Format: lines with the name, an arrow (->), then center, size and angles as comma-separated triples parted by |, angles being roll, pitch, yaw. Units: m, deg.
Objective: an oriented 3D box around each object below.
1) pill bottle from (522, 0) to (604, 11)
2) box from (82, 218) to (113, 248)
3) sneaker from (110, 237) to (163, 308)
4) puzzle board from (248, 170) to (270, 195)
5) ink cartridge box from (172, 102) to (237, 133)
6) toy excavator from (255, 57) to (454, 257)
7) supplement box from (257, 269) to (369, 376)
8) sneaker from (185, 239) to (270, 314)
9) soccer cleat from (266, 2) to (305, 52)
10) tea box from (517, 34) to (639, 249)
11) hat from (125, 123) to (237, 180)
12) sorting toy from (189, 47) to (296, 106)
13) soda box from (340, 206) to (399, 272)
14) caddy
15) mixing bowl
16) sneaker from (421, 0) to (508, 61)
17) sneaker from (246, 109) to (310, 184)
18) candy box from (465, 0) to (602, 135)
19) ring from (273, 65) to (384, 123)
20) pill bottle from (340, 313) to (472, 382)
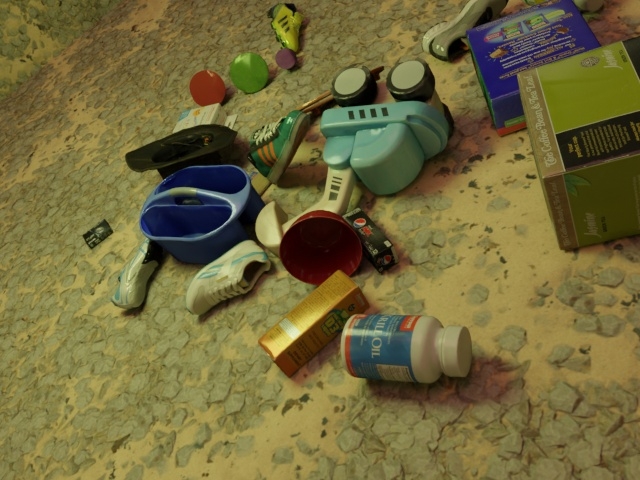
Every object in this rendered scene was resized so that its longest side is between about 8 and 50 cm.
pill bottle -> 0.641, -0.664, 1.789 | 0.118, 0.117, 0.208 | -42, 43, -11
box -> -0.664, -0.020, 2.024 | 0.083, 0.018, 0.067 | -38, 42, -7
sneaker -> -0.479, 0.073, 1.778 | 0.086, 0.085, 0.237 | 1, 50, 18
puzzle board -> -0.194, -0.137, 1.865 | 0.096, 0.011, 0.128 | 18, 61, 42
ink cartridge box -> -0.363, -0.371, 2.144 | 0.182, 0.061, 0.104 | -7, 48, 24
toy excavator -> 0.078, -0.175, 1.614 | 0.433, 0.222, 0.444 | -1, 63, 26
supplement box -> -0.012, 0.172, 1.419 | 0.233, 0.078, 0.080 | -42, 43, -10
sneaker -> -0.222, 0.096, 1.607 | 0.229, 0.087, 0.092 | -42, 45, -8
soccer cleat -> -0.106, -0.734, 2.314 | 0.121, 0.093, 0.289 | -21, 43, 3
tea box -> 0.579, -0.198, 1.313 | 0.324, 0.220, 0.328 | -13, 45, 19
hat -> -0.387, -0.223, 1.959 | 0.332, 0.133, 0.331 | -8, 28, 4
sorting toy -> -0.247, -0.547, 2.239 | 0.366, 0.127, 0.126 | -19, 14, 10
soda box -> 0.109, -0.004, 1.523 | 0.053, 0.060, 0.169 | -29, 42, -6
caddy -> -0.307, -0.076, 1.740 | 0.342, 0.179, 0.241 | 1, 55, 32
mixing bowl -> 0.000, 0.000, 1.512 | 0.182, 0.181, 0.098 | -21, 31, 12
sneaker -> 0.415, -0.586, 1.878 | 0.272, 0.100, 0.108 | -38, 56, -1
sneaker -> -0.119, -0.247, 1.713 | 0.121, 0.302, 0.108 | 33, 62, -3
candy box -> 0.516, -0.429, 1.639 | 0.268, 0.122, 0.317 | -17, 43, 15
ring -> 0.025, -0.379, 1.834 | 0.337, 0.032, 0.336 | -26, 8, 4
pill bottle -> 0.160, 0.199, 1.258 | 0.222, 0.124, 0.124 | -3, 50, 28
